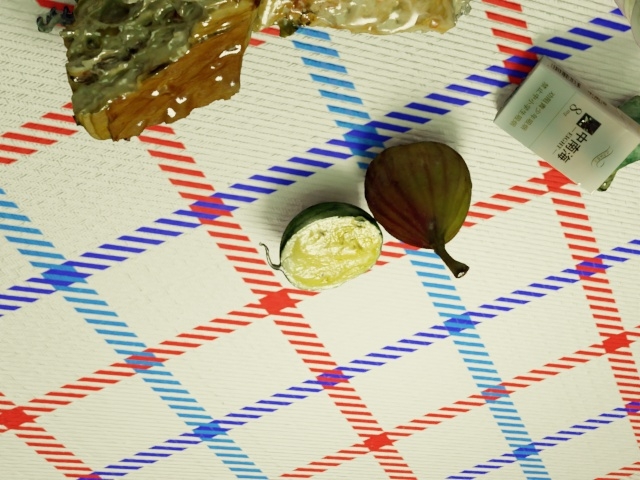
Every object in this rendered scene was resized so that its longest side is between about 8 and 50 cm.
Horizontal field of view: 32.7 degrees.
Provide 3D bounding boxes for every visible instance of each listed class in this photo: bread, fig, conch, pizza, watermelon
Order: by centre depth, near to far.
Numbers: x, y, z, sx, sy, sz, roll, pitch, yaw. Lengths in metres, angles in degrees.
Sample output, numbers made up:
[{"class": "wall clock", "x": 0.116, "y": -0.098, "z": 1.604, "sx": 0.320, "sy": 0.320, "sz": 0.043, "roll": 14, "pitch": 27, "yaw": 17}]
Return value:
[{"class": "bread", "x": -0.262, "y": -0.323, "z": 1.680, "sx": 0.314, "sy": 0.191, "sz": 0.370, "roll": -23, "pitch": 168, "yaw": -13}, {"class": "pizza", "x": 0.042, "y": -0.461, "z": 1.783, "sx": 0.392, "sy": 0.080, "sz": 0.435, "roll": -20, "pitch": 135, "yaw": 3}, {"class": "fig", "x": 0.212, "y": -0.050, "z": 2.074, "sx": 0.217, "sy": 0.320, "sz": 0.216, "roll": -9, "pitch": 131, "yaw": -10}, {"class": "conch", "x": 0.597, "y": -0.194, "z": 2.190, "sx": 0.188, "sy": 0.122, "sz": 0.176, "roll": -39, "pitch": 176, "yaw": 12}, {"class": "watermelon", "x": 0.008, "y": -0.001, "z": 2.198, "sx": 0.232, "sy": 0.127, "sz": 0.204, "roll": -20, "pitch": 137, "yaw": 6}]

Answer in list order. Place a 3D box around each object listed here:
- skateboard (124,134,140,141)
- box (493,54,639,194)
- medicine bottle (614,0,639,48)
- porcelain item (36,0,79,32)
[{"class": "skateboard", "x": -0.346, "y": -0.234, "z": 1.910, "sx": 0.080, "sy": 0.067, "sz": 0.151, "roll": 7, "pitch": 136, "yaw": -11}, {"class": "box", "x": 0.473, "y": -0.219, "z": 2.082, "sx": 0.243, "sy": 0.067, "sz": 0.155, "roll": 37, "pitch": 123, "yaw": -3}, {"class": "medicine bottle", "x": 0.655, "y": -0.364, "z": 1.845, "sx": 0.219, "sy": 0.388, "sz": 0.219, "roll": -8, "pitch": 134, "yaw": -9}, {"class": "porcelain item", "x": -0.393, "y": -0.373, "z": 1.779, "sx": 0.136, "sy": 0.021, "sz": 0.075, "roll": -1, "pitch": 130, "yaw": -17}]
